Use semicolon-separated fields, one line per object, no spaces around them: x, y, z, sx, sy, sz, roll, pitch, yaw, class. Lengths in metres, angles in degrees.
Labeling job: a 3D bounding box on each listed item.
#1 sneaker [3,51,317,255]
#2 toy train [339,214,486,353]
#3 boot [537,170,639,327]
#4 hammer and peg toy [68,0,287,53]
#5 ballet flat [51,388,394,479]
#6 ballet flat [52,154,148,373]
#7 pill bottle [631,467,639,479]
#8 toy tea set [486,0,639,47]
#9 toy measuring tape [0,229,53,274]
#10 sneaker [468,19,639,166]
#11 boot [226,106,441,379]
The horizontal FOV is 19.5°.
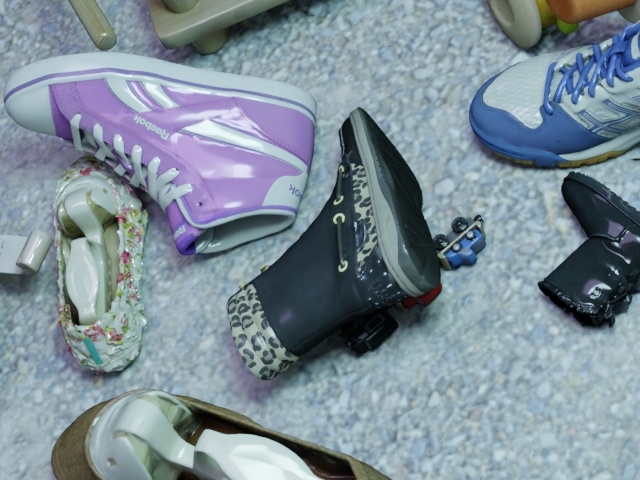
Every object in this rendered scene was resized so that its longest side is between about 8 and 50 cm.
-0.150;-0.072;1.640;0.282;0.102;0.161;6;67;4;sneaker
0.082;0.037;1.559;0.158;0.027;0.036;-43;58;-7;toy train
0.216;0.009;1.517;0.099;0.045;0.121;-47;56;-7;boot
-0.111;-0.298;1.780;0.361;0.127;0.266;-23;56;7;hammer and peg toy
-0.087;0.179;1.478;0.342;0.124;0.116;16;67;29;ballet flat
-0.200;0.005;1.658;0.091;0.077;0.241;-19;55;8;ballet flat
0.325;0.253;1.255;0.153;0.153;0.264;-27;54;4;pill bottle
0.184;-0.296;1.636;0.124;0.200;0.336;-28;63;-14;toy tea set
-0.397;-0.023;1.704;0.330;0.121;0.121;6;62;35;toy measuring tape
0.258;-0.143;1.539;0.296;0.131;0.112;-7;60;19;sneaker
-0.001;0.000;1.574;0.178;0.085;0.236;-34;35;15;boot
